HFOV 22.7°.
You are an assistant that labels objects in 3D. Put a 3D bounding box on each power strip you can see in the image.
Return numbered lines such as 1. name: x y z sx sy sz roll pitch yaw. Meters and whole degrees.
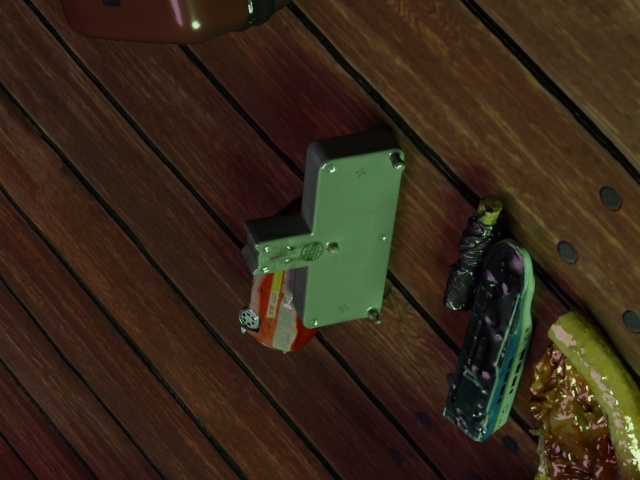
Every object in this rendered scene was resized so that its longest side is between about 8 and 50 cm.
1. power strip: 0.000 0.000 1.531 0.061 0.145 0.215 -118 25 -45

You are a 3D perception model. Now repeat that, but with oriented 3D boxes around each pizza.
1. pizza: 0.246 0.183 1.447 0.134 0.056 0.271 12 123 36

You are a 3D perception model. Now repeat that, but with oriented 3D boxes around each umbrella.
1. umbrella: 0.142 0.012 1.463 0.037 0.040 0.144 36 142 18

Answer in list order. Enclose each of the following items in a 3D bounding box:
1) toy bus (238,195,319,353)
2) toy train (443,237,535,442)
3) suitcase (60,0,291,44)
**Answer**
1. toy bus: -0.031 0.044 1.667 0.077 0.079 0.174 30 137 20
2. toy train: 0.166 0.086 1.478 0.052 0.051 0.233 36 135 29
3. suitcase: -0.157 -0.332 1.471 0.236 0.161 0.297 10 121 45
